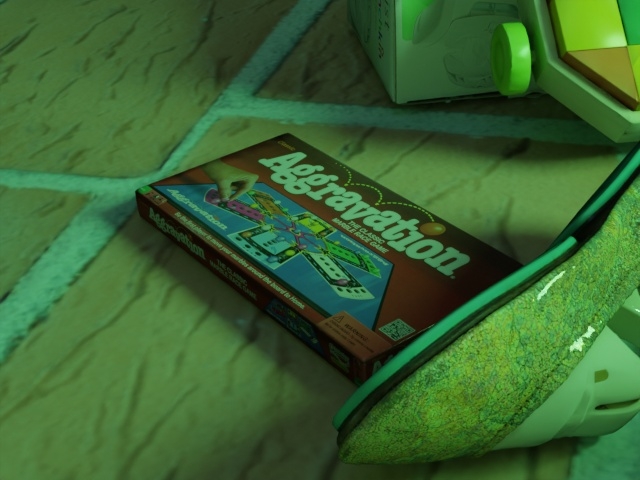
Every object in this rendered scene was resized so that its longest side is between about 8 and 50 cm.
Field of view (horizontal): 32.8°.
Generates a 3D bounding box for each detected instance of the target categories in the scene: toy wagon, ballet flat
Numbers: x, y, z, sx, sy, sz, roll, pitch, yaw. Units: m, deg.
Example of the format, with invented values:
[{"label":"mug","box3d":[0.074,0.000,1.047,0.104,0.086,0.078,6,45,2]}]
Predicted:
[{"label":"toy wagon","box3d":[0.258,-0.247,0.886,0.267,0.068,0.344,-5,72,-6]},{"label":"ballet flat","box3d":[0.154,0.041,0.615,0.123,0.123,0.348,21,42,35]}]

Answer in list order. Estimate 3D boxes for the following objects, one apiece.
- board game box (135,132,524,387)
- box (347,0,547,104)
[{"label":"board game box","box3d":[0.000,0.000,0.767,0.145,0.027,0.281,-23,36,-30]},{"label":"box","box3d":[0.171,-0.236,1.038,0.262,0.127,0.231,-6,30,-6]}]
